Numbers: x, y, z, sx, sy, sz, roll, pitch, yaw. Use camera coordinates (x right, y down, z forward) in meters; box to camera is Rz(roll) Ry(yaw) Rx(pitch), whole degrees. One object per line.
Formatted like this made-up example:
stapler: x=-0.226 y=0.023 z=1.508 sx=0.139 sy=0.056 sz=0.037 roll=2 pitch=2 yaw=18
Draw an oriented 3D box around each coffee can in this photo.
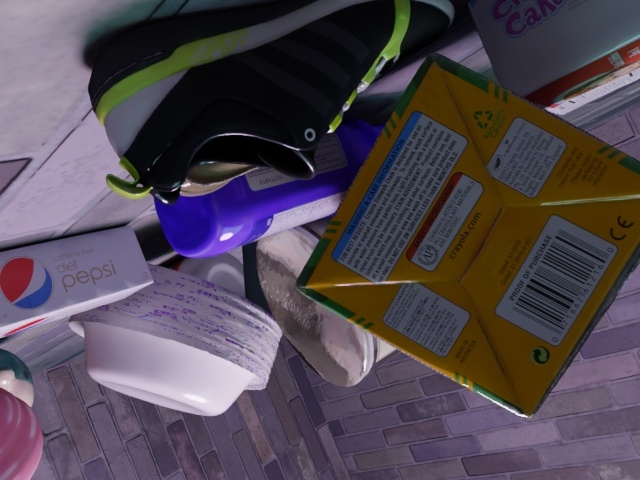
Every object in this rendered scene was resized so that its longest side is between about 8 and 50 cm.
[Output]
coffee can: x=0.090 y=0.019 z=0.798 sx=0.275 sy=0.202 sz=0.201 roll=-27 pitch=178 yaw=-28

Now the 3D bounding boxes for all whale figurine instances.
whale figurine: x=-0.634 y=0.247 z=1.159 sx=0.216 sy=0.141 sz=0.272 roll=-24 pitch=151 yaw=11

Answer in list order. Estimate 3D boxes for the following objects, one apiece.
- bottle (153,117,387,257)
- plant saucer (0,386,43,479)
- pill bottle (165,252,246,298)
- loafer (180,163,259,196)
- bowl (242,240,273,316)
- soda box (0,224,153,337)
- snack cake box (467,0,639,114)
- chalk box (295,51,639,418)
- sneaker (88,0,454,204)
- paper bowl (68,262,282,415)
bottle: x=-0.016 y=-0.063 z=0.648 sx=0.282 sy=0.092 sz=0.118 roll=-20 pitch=180 yaw=-39
plant saucer: x=-0.478 y=0.233 z=0.705 sx=0.332 sy=0.084 sz=0.332 roll=-4 pitch=-161 yaw=2
pill bottle: x=-0.283 y=0.148 z=1.256 sx=0.323 sy=0.182 sz=0.181 roll=-25 pitch=175 yaw=33
loafer: x=-0.061 y=-0.079 z=0.505 sx=0.148 sy=0.056 sz=0.050 roll=-33 pitch=-178 yaw=-40
bowl: x=0.000 y=0.000 z=1.053 sx=0.311 sy=0.163 sz=0.311 roll=-23 pitch=176 yaw=-2
soda box: x=-0.284 y=0.045 z=0.680 sx=0.069 sy=0.074 sz=0.216 roll=-26 pitch=175 yaw=37
snack cake box: x=0.243 y=-0.185 z=0.573 sx=0.152 sy=0.089 sz=0.264 roll=-24 pitch=176 yaw=28
chalk box: x=0.120 y=-0.022 z=0.547 sx=0.180 sy=0.179 sz=0.289 roll=-61 pitch=177 yaw=12
sneaker: x=-0.015 y=-0.082 z=0.388 sx=0.234 sy=0.097 sz=0.084 roll=-22 pitch=176 yaw=-20
paper bowl: x=-0.206 y=0.148 z=0.921 sx=0.284 sy=0.148 sz=0.284 roll=14 pitch=157 yaw=6
